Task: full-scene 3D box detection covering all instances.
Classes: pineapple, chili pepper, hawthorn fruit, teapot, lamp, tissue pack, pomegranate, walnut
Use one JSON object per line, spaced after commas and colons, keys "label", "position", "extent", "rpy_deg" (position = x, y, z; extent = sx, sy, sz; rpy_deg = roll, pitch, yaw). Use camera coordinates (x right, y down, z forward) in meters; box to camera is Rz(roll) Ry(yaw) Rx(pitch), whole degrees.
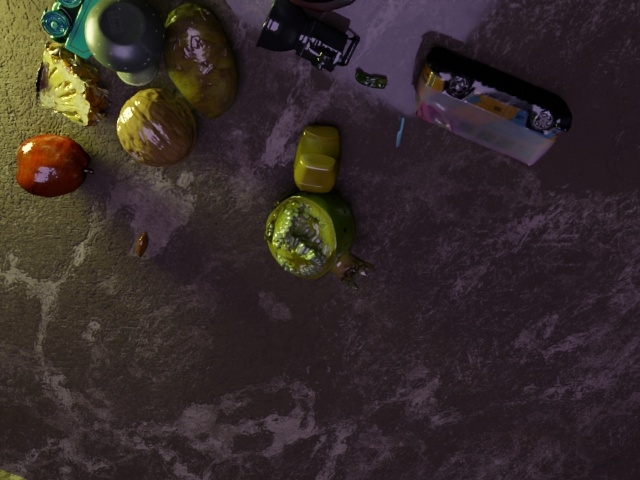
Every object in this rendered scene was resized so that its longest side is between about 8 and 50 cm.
{"label": "pineapple", "position": [-0.670, -0.407, 1.732], "extent": [0.186, 0.114, 0.236], "rpy_deg": [-23, 108, 19]}
{"label": "chili pepper", "position": [0.132, -0.415, 1.692], "extent": [0.091, 0.034, 0.030], "rpy_deg": [16, 89, -4]}
{"label": "hawthorn fruit", "position": [-0.734, -0.205, 1.816], "extent": [0.202, 0.185, 0.185], "rpy_deg": [5, 123, -7]}
{"label": "teapot", "position": [-0.460, -0.466, 1.572], "extent": [0.183, 0.251, 0.184], "rpy_deg": [1, 81, -9]}
{"label": "lamp", "position": [-0.025, -0.484, 1.576], "extent": [0.227, 0.172, 0.147], "rpy_deg": [24, 120, -8]}
{"label": "tissue pack", "position": [-0.007, -0.212, 1.744], "extent": [0.123, 0.178, 0.127], "rpy_deg": [8, 143, -1]}
{"label": "pomegranate", "position": [0.000, 0.000, 1.826], "extent": [0.340, 0.260, 0.260], "rpy_deg": [42, 118, 1]}
{"label": "walnut", "position": [-0.428, -0.292, 1.720], "extent": [0.213, 0.213, 0.213], "rpy_deg": [2, 123, 4]}

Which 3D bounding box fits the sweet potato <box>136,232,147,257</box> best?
{"label": "sweet potato", "position": [-0.555, 0.018, 2.023], "extent": [0.034, 0.034, 0.095], "rpy_deg": [15, 120, -5]}

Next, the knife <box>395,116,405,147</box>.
{"label": "knife", "position": [0.215, -0.293, 1.772], "extent": [0.014, 0.005, 0.091], "rpy_deg": [7, 123, -1]}

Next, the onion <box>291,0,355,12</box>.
{"label": "onion", "position": [0.005, -0.665, 1.470], "extent": [0.272, 0.195, 0.272], "rpy_deg": [-19, 146, -13]}

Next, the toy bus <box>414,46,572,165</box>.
{"label": "toy bus", "position": [0.414, -0.332, 1.635], "extent": [0.386, 0.171, 0.162], "rpy_deg": [21, 126, -8]}

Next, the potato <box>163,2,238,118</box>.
{"label": "potato", "position": [-0.301, -0.445, 1.642], "extent": [0.176, 0.141, 0.298], "rpy_deg": [-1, 123, 18]}

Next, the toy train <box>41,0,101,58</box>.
{"label": "toy train", "position": [-0.583, -0.561, 1.611], "extent": [0.163, 0.112, 0.203], "rpy_deg": [28, 123, -19]}
